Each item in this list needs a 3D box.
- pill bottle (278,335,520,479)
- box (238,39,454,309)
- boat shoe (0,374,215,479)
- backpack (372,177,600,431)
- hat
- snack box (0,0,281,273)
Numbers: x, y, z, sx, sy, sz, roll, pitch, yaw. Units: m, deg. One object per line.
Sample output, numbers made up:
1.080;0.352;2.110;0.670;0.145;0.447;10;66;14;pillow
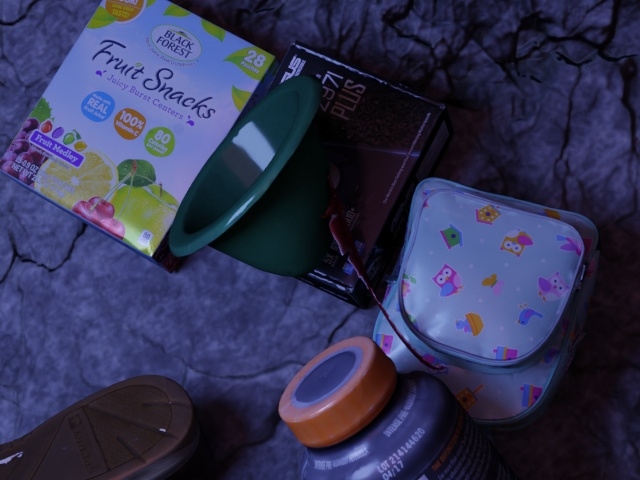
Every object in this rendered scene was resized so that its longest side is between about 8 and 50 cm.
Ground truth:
0.074;0.186;1.028;0.130;0.130;0.245;-37;109;1;pill bottle
0.008;-0.055;1.184;0.147;0.077;0.180;26;83;17;box
-0.248;0.229;1.143;0.342;0.123;0.123;-25;48;-5;boat shoe
0.127;0.056;1.103;0.166;0.144;0.188;16;87;9;backpack
0.000;0.000;1.102;0.183;0.173;0.208;39;46;-19;hat
-0.155;-0.104;1.232;0.174;0.070;0.207;28;82;17;snack box
